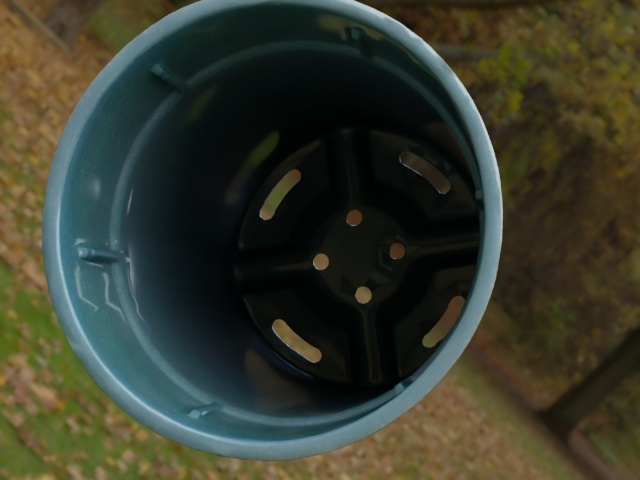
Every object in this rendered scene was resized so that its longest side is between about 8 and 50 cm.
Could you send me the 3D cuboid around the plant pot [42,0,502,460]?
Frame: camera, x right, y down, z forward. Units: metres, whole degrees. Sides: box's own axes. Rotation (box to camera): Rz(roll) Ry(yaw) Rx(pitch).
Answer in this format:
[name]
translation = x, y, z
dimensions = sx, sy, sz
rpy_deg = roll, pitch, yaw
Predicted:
[plant pot]
translation = 0.000, 0.000, 1.222
dimensions = 0.341, 0.341, 0.334
rpy_deg = 46, 7, 14
